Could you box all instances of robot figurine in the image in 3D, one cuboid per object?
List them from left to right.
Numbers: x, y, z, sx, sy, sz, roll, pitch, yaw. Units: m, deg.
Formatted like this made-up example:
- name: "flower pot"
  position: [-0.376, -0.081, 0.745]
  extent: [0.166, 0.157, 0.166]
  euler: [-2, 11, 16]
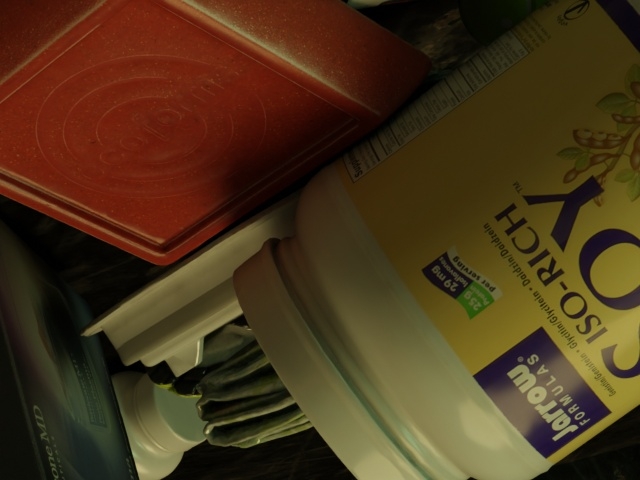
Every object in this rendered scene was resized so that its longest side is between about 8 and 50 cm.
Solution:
- name: "robot figurine"
  position: [0.142, -0.164, 1.249]
  extent: [0.115, 0.067, 0.101]
  euler: [-10, 152, -26]

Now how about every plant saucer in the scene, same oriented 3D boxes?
- name: "plant saucer"
  position: [-0.104, -0.080, 1.139]
  extent: [0.258, 0.048, 0.259]
  euler: [-32, 138, 32]

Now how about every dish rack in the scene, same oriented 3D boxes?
- name: "dish rack"
  position: [0.000, 0.000, 1.453]
  extent: [0.285, 0.072, 0.333]
  euler: [-32, 178, 38]

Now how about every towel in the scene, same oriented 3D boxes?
- name: "towel"
  position: [0.093, 0.040, 1.624]
  extent: [0.374, 0.090, 0.320]
  euler: [-35, -177, -43]

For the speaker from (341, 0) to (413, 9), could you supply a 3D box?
- name: "speaker"
  position: [0.067, -0.177, 1.155]
  extent: [0.136, 0.055, 0.055]
  euler: [-11, 162, -22]

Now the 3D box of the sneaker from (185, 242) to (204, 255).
- name: "sneaker"
  position: [-0.048, -0.063, 1.323]
  extent: [0.125, 0.104, 0.262]
  euler: [-8, 161, -36]

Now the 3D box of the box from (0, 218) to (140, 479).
- name: "box"
  position: [-0.261, 0.160, 1.427]
  extent: [0.182, 0.296, 0.294]
  euler: [-21, 157, 5]

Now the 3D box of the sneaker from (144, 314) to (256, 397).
- name: "sneaker"
  position: [-0.034, 0.089, 1.863]
  extent: [0.300, 0.111, 0.121]
  euler: [-9, 172, -9]

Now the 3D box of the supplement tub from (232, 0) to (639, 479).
- name: "supplement tub"
  position: [0.135, 0.003, 1.177]
  extent: [0.331, 0.241, 0.241]
  euler: [-37, 161, 7]

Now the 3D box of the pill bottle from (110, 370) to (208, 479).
- name: "pill bottle"
  position: [-0.223, 0.213, 1.995]
  extent: [0.221, 0.124, 0.124]
  euler: [-28, 161, 32]
